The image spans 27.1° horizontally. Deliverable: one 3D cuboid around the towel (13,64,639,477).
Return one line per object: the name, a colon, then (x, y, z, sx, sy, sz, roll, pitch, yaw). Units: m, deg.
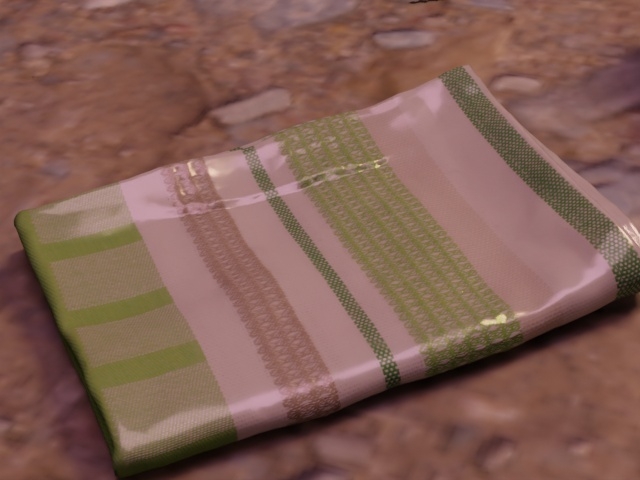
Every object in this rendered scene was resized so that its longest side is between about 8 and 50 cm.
towel: (0.000, 0.000, 0.368, 0.152, 0.023, 0.113, -18, 38, -16)
